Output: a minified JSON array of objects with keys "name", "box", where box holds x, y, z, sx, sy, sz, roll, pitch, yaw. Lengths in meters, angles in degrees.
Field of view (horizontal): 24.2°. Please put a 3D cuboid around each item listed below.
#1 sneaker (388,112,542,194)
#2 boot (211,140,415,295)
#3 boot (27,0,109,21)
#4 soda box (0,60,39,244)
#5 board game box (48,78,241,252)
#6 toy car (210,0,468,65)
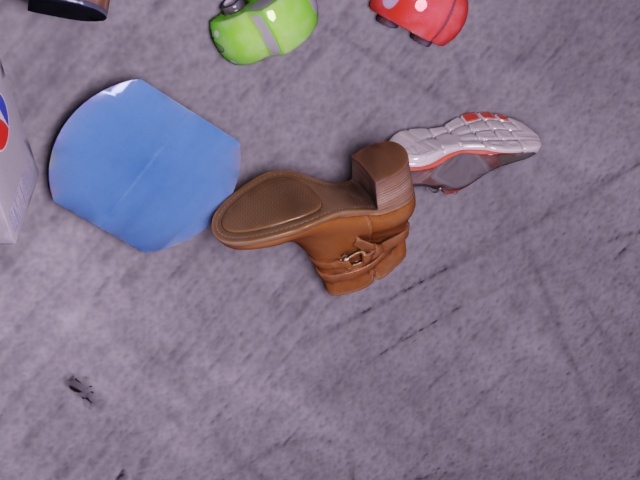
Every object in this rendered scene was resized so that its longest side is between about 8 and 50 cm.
[{"name":"sneaker","box":[0.134,-0.078,1.430,0.158,0.061,0.065,-7,132,-14]},{"name":"boot","box":[0.000,0.000,1.374,0.197,0.073,0.152,-18,143,-11]},{"name":"boot","box":[-0.263,-0.248,1.157,0.219,0.082,0.106,14,82,-19]},{"name":"soda box","box":[-0.301,-0.125,1.119,0.098,0.091,0.286,-2,134,8]},{"name":"board game box","box":[-0.157,-0.068,1.305,0.168,0.033,0.133,31,105,-31]},{"name":"toy car","box":[0.010,-0.220,1.294,0.225,0.053,0.239,-34,124,-7]}]
